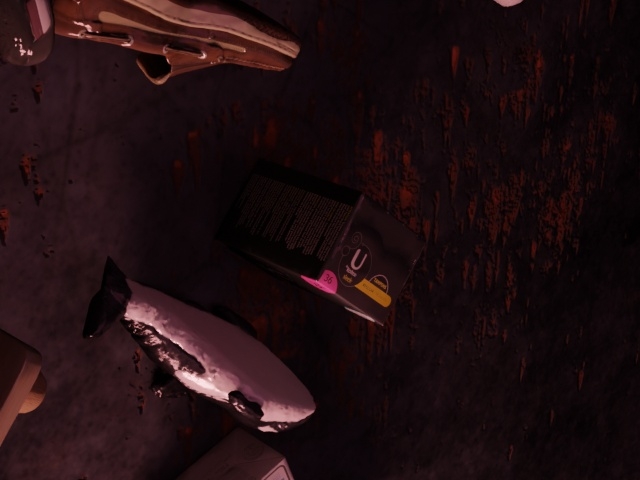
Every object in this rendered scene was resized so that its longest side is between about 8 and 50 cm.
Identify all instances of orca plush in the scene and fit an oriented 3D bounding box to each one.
[{"bbox_3d":[-0.135,0.134,1.208,0.102,0.151,0.287,-41,141,18],"label":"orca plush"}]

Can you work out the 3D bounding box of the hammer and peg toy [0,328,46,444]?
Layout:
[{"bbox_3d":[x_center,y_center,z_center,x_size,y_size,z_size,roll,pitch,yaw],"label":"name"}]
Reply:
[{"bbox_3d":[-0.375,0.194,0.889,0.361,0.266,0.127,-63,154,-6],"label":"hammer and peg toy"}]

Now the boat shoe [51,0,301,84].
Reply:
[{"bbox_3d":[-0.135,-0.189,1.102,0.257,0.095,0.095,15,109,-39],"label":"boat shoe"}]

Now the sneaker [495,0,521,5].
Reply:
[{"bbox_3d":[0.143,-0.322,1.320,0.095,0.090,0.235,-51,131,1],"label":"sneaker"}]

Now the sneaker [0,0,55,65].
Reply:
[{"bbox_3d":[-0.320,-0.238,0.901,0.162,0.106,0.281,-32,115,-25],"label":"sneaker"}]

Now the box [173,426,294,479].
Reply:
[{"bbox_3d":[-0.082,0.374,1.356,0.169,0.087,0.290,-37,128,-28],"label":"box"}]

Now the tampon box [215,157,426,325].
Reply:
[{"bbox_3d":[0.000,0.000,1.239,0.120,0.161,0.101,34,81,-44],"label":"tampon box"}]
